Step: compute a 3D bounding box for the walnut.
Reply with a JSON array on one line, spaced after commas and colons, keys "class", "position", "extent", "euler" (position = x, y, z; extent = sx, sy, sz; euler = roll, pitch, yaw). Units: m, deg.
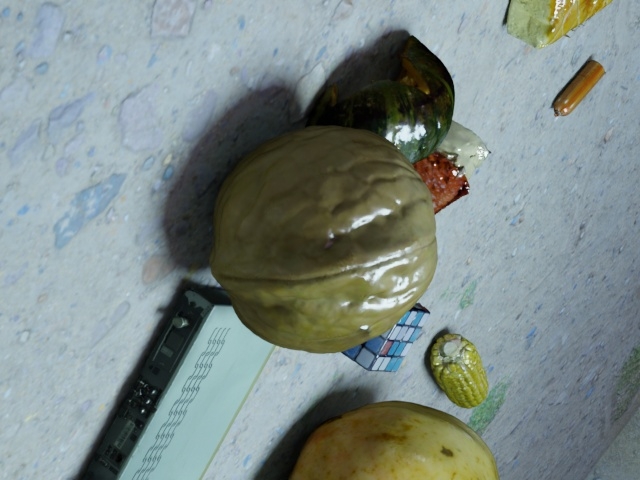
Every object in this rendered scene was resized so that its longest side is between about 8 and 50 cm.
[{"class": "walnut", "position": [0.000, 0.000, 1.237], "extent": [0.228, 0.228, 0.228], "euler": [-42, 151, -30]}]

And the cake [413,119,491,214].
[{"class": "cake", "position": [0.132, -0.056, 1.513], "extent": [0.086, 0.117, 0.220], "euler": [-49, 154, -32]}]

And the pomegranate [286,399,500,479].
[{"class": "pomegranate", "position": [0.112, 0.373, 1.723], "extent": [0.342, 0.342, 0.342], "euler": [-42, 151, -30]}]

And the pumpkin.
[{"class": "pumpkin", "position": [0.078, -0.129, 1.347], "extent": [0.183, 0.108, 0.119], "euler": [-39, 155, -31]}]

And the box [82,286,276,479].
[{"class": "box", "position": [-0.145, 0.174, 1.361], "extent": [0.270, 0.045, 0.211], "euler": [-62, 155, 10]}]

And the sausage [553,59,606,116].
[{"class": "sausage", "position": [0.369, -0.214, 1.862], "extent": [0.107, 0.031, 0.031], "euler": [-49, 154, -19]}]

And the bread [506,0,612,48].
[{"class": "bread", "position": [0.311, -0.325, 1.578], "extent": [0.188, 0.068, 0.125], "euler": [-34, 146, -41]}]

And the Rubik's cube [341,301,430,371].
[{"class": "Rubik's cube", "position": [0.065, 0.102, 1.602], "extent": [0.092, 0.092, 0.092], "euler": [-61, 155, 8]}]

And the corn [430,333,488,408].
[{"class": "corn", "position": [0.221, 0.210, 2.035], "extent": [0.080, 0.080, 0.238], "euler": [-52, 153, -11]}]
